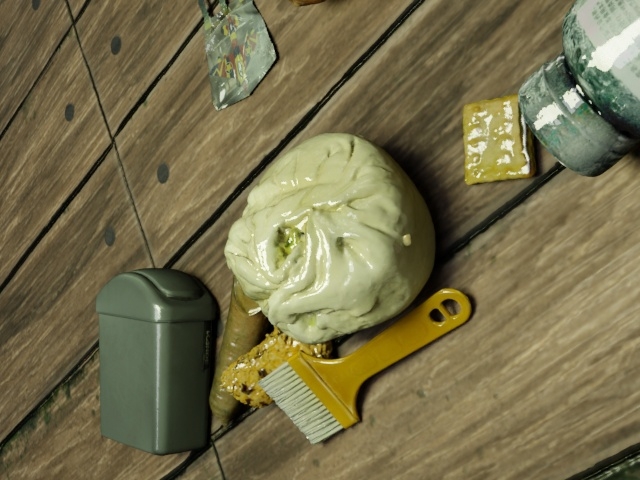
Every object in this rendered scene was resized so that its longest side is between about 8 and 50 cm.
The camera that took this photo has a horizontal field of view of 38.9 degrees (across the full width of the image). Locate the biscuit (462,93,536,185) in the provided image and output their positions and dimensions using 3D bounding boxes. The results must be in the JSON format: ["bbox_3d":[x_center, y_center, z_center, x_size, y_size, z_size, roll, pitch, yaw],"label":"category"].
[{"bbox_3d":[0.171,-0.097,0.873,0.081,0.018,0.083,-6,83,46],"label":"biscuit"}]

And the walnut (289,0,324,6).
[{"bbox_3d":[0.007,-0.358,0.995,0.116,0.116,0.207,43,118,38],"label":"walnut"}]

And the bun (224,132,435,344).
[{"bbox_3d":[0.000,0.000,0.932,0.229,0.145,0.229,1,93,33],"label":"bun"}]

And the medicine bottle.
[{"bbox_3d":[0.284,-0.172,0.672,0.293,0.141,0.141,-43,59,35],"label":"medicine bottle"}]

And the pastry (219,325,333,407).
[{"bbox_3d":[-0.052,0.146,1.051,0.080,0.056,0.140,39,124,-8],"label":"pastry"}]

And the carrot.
[{"bbox_3d":[-0.083,0.080,1.098,0.070,0.070,0.342,30,111,43],"label":"carrot"}]

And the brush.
[{"bbox_3d":[0.053,0.126,0.961,0.272,0.013,0.103,-38,96,32],"label":"brush"}]

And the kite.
[{"bbox_3d":[-0.125,-0.297,1.195,0.141,0.015,0.245,-29,71,40],"label":"kite"}]

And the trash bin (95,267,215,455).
[{"bbox_3d":[-0.224,0.155,1.217,0.177,0.101,0.236,2,91,45],"label":"trash bin"}]
